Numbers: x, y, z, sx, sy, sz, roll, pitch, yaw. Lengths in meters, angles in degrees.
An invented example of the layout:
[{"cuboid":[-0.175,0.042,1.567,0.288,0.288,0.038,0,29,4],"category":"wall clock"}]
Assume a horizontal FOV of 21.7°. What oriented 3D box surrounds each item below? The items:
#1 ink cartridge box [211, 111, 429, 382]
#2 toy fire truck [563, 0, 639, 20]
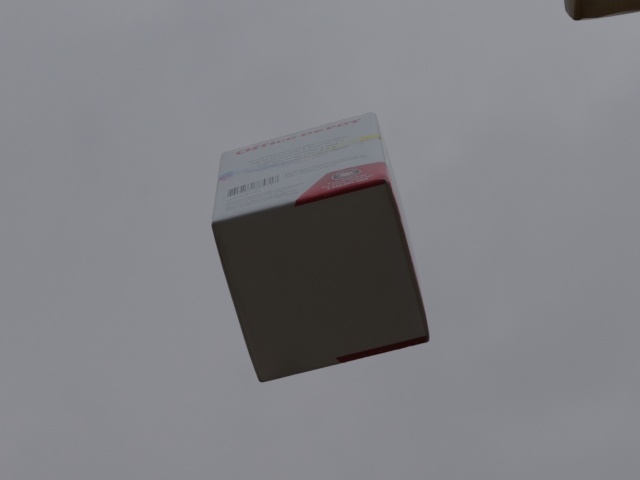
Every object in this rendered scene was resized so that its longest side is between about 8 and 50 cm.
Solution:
[{"cuboid":[0.000,0.000,1.216,0.128,0.176,0.127,-15,-71,5],"category":"ink cartridge box"},{"cuboid":[0.032,-0.203,0.612,0.217,0.246,0.158,-21,-28,-4],"category":"toy fire truck"}]
